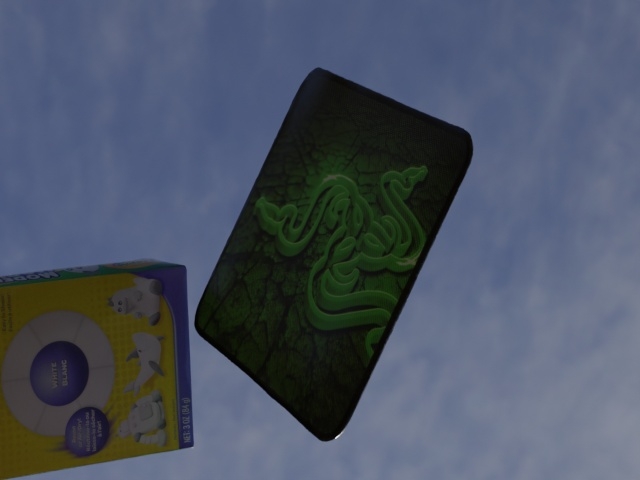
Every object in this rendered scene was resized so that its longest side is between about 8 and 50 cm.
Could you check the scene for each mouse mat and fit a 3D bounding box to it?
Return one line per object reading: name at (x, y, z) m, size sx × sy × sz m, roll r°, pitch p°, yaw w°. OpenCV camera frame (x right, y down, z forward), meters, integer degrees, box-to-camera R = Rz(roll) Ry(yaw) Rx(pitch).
mouse mat at (0.000, 0.000, 0.911) m, size 0.007 × 0.190 × 0.152 m, roll 23°, pitch -86°, yaw -29°

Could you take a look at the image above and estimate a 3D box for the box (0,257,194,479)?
box at (-0.154, 0.069, 1.002) m, size 0.043 × 0.179 × 0.105 m, roll 8°, pitch -77°, yaw 57°
